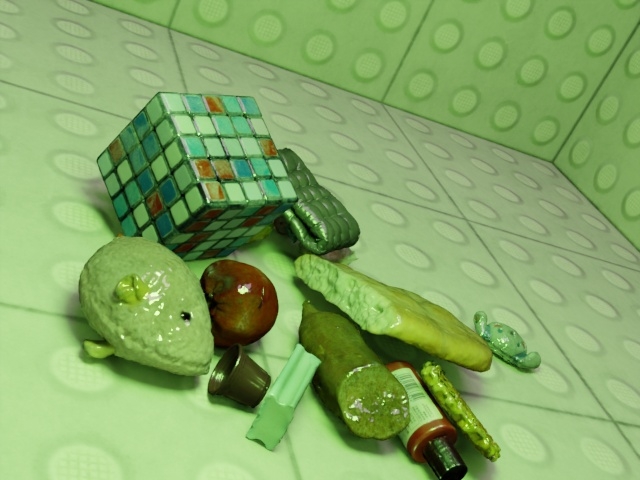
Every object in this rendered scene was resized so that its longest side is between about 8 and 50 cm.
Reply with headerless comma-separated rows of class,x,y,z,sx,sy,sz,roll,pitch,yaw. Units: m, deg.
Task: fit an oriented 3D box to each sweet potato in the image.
sweet potato,0.046,0.256,1.744,0.158,0.157,0.369,11,22,-31

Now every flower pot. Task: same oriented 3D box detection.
flower pot,-0.145,0.261,1.597,0.089,0.111,0.111,33,22,-17

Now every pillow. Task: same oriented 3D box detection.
pillow,-0.049,-0.103,2.146,0.326,0.101,0.228,46,24,14

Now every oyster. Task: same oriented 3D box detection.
oyster,0.013,0.000,2.272,0.162,0.107,0.232,27,42,-16

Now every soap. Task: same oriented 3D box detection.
soap,-0.065,0.290,1.595,0.063,0.114,0.198,29,26,3

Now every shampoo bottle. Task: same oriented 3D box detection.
shampoo bottle,0.204,0.370,1.712,0.104,0.104,0.278,10,30,-33

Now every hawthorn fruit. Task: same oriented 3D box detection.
hawthorn fruit,-0.164,0.136,1.731,0.185,0.185,0.202,45,14,34

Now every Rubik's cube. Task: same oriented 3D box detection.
Rubik's cube,-0.276,-0.137,1.902,0.292,0.293,0.287,-7,68,-51

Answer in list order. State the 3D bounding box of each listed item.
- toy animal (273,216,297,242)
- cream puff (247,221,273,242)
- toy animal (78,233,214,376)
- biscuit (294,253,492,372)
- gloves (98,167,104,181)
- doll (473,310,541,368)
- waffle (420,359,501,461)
toy animal,-0.073,-0.063,2.306,0.103,0.100,0.208,45,11,-19
cream puff,-0.192,-0.057,2.142,0.156,0.121,0.156,51,-5,6
toy animal,-0.338,0.104,1.598,0.226,0.188,0.358,10,29,-44
biscuit,0.198,0.171,1.952,0.446,0.104,0.429,24,3,-24
gloves,-0.441,-0.128,2.045,0.212,0.111,0.127,24,53,-14
doll,0.483,0.269,2.228,0.214,0.071,0.103,40,39,8
waffle,0.289,0.353,1.765,0.245,0.052,0.254,53,1,16
